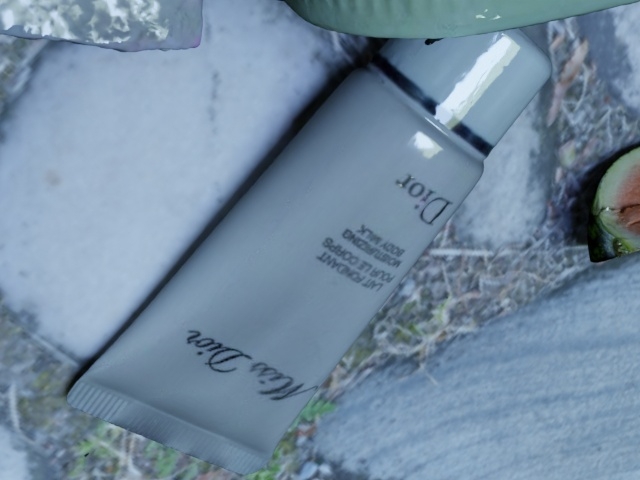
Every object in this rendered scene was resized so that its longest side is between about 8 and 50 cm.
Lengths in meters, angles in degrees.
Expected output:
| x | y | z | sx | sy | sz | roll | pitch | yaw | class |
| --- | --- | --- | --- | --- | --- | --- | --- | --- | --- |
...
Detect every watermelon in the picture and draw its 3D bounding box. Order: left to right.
| x | y | z | sx | sy | sz | roll | pitch | yaw | class |
| --- | --- | --- | --- | --- | --- | --- | --- | --- | --- |
| 0.237 | -0.035 | 0.636 | 0.163 | 0.087 | 0.069 | -18 | 88 | -22 | watermelon |

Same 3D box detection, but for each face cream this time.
| x | y | z | sx | sy | sz | roll | pitch | yaw | class |
| --- | --- | --- | --- | --- | --- | --- | --- | --- | --- |
| 0.000 | 0.000 | 0.523 | 0.143 | 0.089 | 0.314 | 30 | 106 | -34 | face cream |

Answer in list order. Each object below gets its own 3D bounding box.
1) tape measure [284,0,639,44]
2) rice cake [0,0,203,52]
| x | y | z | sx | sy | sz | roll | pitch | yaw | class |
| --- | --- | --- | --- | --- | --- | --- | --- | --- | --- |
| 0.054 | -0.163 | 0.406 | 0.207 | 0.235 | 0.115 | -16 | 123 | -6 | tape measure |
| -0.232 | -0.125 | 0.343 | 0.399 | 0.064 | 0.070 | 3 | 101 | -29 | rice cake |
